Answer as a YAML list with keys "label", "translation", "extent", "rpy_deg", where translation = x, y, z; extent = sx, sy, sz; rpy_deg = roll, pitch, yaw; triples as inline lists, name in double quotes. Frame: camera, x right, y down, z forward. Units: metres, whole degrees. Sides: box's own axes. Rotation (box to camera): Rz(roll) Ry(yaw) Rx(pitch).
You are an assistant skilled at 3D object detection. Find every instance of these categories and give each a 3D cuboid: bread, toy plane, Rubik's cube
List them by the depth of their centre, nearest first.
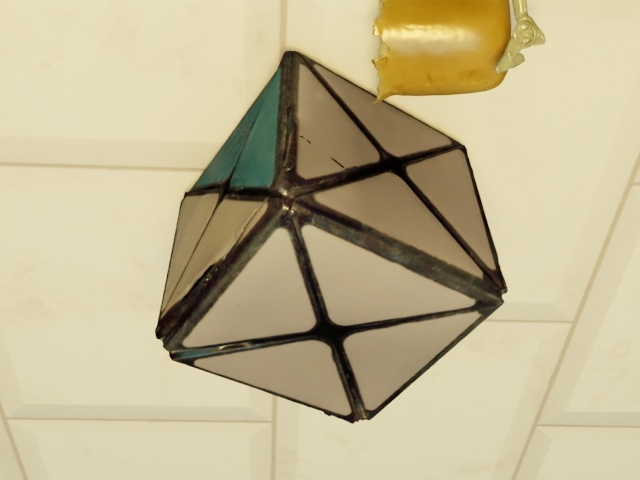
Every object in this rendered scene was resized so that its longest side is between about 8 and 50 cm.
- label: "toy plane"
  translation: [0.193, -0.323, 0.766]
  extent: [0.108, 0.092, 0.287]
  rpy_deg: [-1, 109, 43]
- label: "bread"
  translation: [0.143, -0.229, 0.874]
  extent: [0.173, 0.085, 0.134]
  rpy_deg: [-4, 130, 2]
- label: "Rubik's cube"
  translation: [0.000, 0.000, 0.931]
  extent: [0.310, 0.305, 0.307]
  rpy_deg: [25, 128, -24]
